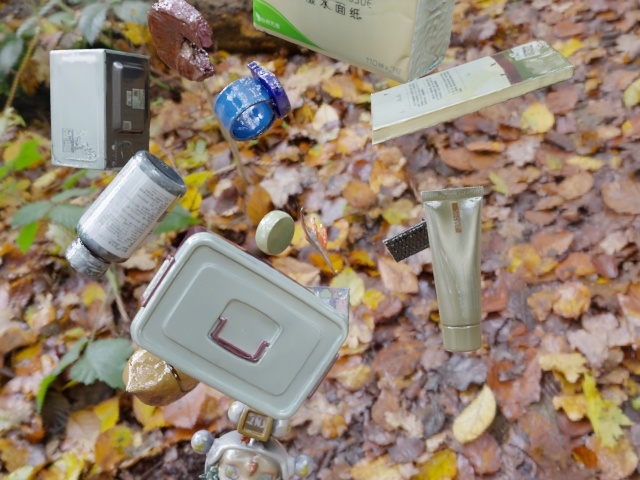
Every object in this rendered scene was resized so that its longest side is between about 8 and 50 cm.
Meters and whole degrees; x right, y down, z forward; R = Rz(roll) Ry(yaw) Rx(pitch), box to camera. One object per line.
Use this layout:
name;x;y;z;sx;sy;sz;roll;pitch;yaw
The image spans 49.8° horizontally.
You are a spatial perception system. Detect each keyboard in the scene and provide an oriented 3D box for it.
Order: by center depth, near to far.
keyboard;0.357;-0.030;2.216;0.316;0.106;0.027;-28;22;18

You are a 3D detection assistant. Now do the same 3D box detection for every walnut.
walnut;-0.445;0.377;1.985;0.202;0.203;0.298;0;16;28

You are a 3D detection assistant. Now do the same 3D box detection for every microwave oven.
microwave oven;-0.564;-0.336;1.798;0.237;0.296;0.181;8;10;30

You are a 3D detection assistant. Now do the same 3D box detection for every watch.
watch;-0.197;-0.379;1.960;0.200;0.196;0.171;-33;61;-12

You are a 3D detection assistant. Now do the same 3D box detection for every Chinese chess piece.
Chinese chess piece;-0.084;-0.014;1.277;0.034;0.084;0.084;25;52;30

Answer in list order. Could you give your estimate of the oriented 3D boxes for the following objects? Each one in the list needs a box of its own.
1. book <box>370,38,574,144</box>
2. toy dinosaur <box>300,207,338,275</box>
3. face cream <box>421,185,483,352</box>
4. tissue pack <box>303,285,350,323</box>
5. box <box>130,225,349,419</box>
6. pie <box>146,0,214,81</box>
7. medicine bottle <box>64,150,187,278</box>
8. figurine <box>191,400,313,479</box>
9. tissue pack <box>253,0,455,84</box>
book;0.212;-0.230;1.034;0.289;0.026;0.201;-16;26;12
toy dinosaur;-0.006;0.002;2.032;0.055;0.279;0.102;-20;47;22
face cream;0.289;0.061;1.459;0.137;0.342;0.084;-5;5;-8
tissue pack;-0.001;0.168;1.718;0.148;0.060;0.109;3;73;-1
box;-0.124;0.113;1.042;0.193;0.294;0.167;-56;18;3
pie;-0.338;-0.486;1.685;0.204;0.219;0.054;26;58;27
medicine bottle;-0.439;-0.051;1.537;0.293;0.141;0.141;-47;33;7
figurine;-0.135;0.431;1.486;0.260;0.382;0.186;16;7;10
tissue pack;0.061;-0.536;1.387;0.404;0.332;0.205;25;49;22
